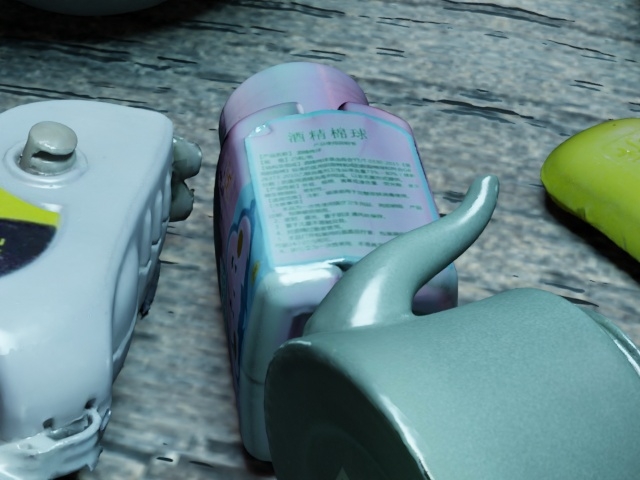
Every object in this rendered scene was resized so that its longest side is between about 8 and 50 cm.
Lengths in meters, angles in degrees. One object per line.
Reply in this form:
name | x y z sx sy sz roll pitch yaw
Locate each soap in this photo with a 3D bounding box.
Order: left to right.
soap | 0.181 -0.020 0.944 0.089 0.045 0.140 -22 47 -32

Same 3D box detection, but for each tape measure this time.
tape measure | -0.171 0.016 0.814 0.197 0.120 0.236 12 36 0

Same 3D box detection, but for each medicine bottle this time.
medicine bottle | 0.000 0.000 0.847 0.094 0.119 0.188 -1 41 -10

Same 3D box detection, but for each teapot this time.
teapot | 0.083 0.097 0.711 0.149 0.162 0.239 -23 83 -24

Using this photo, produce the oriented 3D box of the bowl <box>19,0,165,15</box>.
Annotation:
bowl | -0.140 -0.239 1.089 0.345 0.157 0.345 3 41 -2
